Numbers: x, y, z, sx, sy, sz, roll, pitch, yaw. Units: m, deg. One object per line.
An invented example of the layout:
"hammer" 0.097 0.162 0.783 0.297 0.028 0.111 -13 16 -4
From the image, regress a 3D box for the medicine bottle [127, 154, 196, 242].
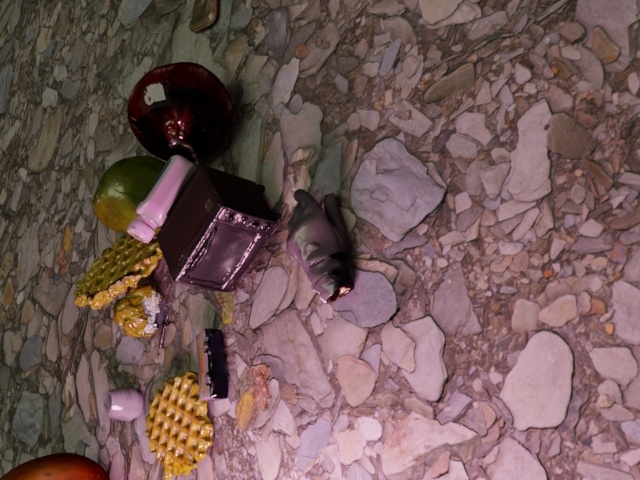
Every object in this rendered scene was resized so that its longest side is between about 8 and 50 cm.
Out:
"medicine bottle" -0.386 -0.099 1.799 0.219 0.078 0.115 -60 11 -16

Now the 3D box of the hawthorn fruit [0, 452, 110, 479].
"hawthorn fruit" -0.717 0.757 1.892 0.403 0.403 0.402 -15 69 44

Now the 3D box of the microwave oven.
"microwave oven" -0.240 -0.018 1.735 0.247 0.178 0.188 -55 46 22

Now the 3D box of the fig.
"fig" -0.434 -0.092 1.965 0.233 0.314 0.233 -58 11 17

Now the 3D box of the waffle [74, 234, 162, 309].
"waffle" -0.550 0.072 2.035 0.312 0.060 0.307 -46 29 -9

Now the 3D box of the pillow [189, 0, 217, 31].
"pillow" -0.330 -0.704 2.124 0.135 0.034 0.211 -6 77 44

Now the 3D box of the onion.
"onion" -0.357 -0.304 1.872 0.273 0.273 0.285 -45 29 30

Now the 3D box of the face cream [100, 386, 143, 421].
"face cream" -0.533 0.439 1.988 0.091 0.095 0.091 -16 68 43

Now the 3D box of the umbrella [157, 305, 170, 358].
"umbrella" -0.419 0.247 1.978 0.022 0.022 0.148 10 94 24

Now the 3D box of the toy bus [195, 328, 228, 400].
"toy bus" -0.260 0.298 1.765 0.072 0.057 0.172 -33 56 44

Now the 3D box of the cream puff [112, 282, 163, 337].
"cream puff" -0.496 0.185 1.987 0.121 0.156 0.156 6 83 17

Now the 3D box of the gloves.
"gloves" -0.001 -0.001 1.544 0.142 0.119 0.285 -27 51 3

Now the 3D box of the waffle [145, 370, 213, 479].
"waffle" -0.350 0.454 1.825 0.254 0.052 0.245 -38 55 33
